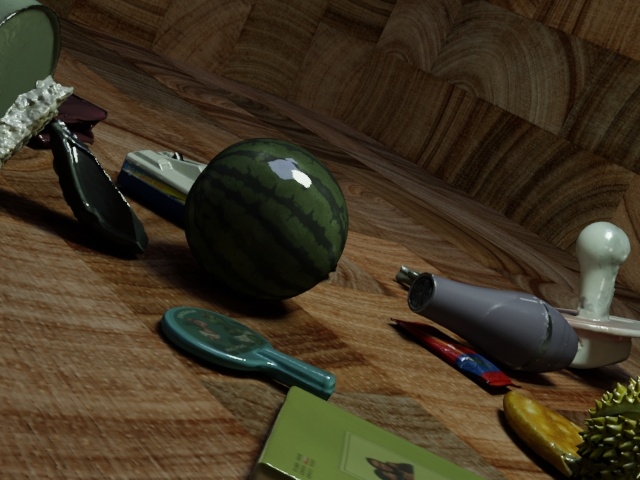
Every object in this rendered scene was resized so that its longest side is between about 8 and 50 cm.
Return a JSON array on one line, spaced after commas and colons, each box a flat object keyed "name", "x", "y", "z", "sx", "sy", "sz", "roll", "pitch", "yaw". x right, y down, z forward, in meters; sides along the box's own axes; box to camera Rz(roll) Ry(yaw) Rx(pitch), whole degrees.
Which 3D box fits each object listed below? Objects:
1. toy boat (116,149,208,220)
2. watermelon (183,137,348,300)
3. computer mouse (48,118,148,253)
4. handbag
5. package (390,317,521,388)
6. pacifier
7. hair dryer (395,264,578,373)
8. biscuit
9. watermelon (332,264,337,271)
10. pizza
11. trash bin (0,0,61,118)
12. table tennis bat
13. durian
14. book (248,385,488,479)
[{"name": "toy boat", "x": -0.156, "y": -0.055, "z": 1.503, "sx": 0.295, "sy": 0.088, "sz": 0.129, "roll": 29, "pitch": 12, "yaw": 19}, {"name": "watermelon", "x": -0.067, "y": -0.025, "z": 1.277, "sx": 0.212, "sy": 0.212, "sz": 0.212, "roll": 24, "pitch": 12, "yaw": -5}, {"name": "computer mouse", "x": -0.282, "y": -0.056, "z": 1.220, "sx": 0.192, "sy": 0.062, "sz": 0.106, "roll": 54, "pitch": -12, "yaw": -8}, {"name": "handbag", "x": -0.472, "y": -0.217, "z": 1.599, "sx": 0.203, "sy": 0.074, "sz": 0.216, "roll": 27, "pitch": 14, "yaw": 8}, {"name": "package", "x": 0.196, "y": 0.163, "z": 1.451, "sx": 0.200, "sy": 0.022, "sz": 0.083, "roll": 31, "pitch": 13, "yaw": 34}, {"name": "pacifier", "x": 0.486, "y": 0.123, "z": 1.776, "sx": 0.220, "sy": 0.273, "sz": 0.332, "roll": 50, "pitch": 22, "yaw": 24}, {"name": "hair dryer", "x": 0.210, "y": 0.099, "z": 1.613, "sx": 0.301, "sy": 0.121, "sz": 0.361, "roll": 22, "pitch": 1, "yaw": -29}, {"name": "biscuit", "x": -0.353, "y": -0.118, "z": 1.130, "sx": 0.040, "sy": 0.188, "sz": 0.265, "roll": 44, "pitch": 19, "yaw": -13}, {"name": "watermelon", "x": 0.006, "y": 0.009, "z": 1.577, "sx": 0.075, "sy": 0.092, "sz": 0.181, "roll": 38, "pitch": 2, "yaw": -7}, {"name": "pizza", "x": 0.311, "y": 0.252, "z": 1.265, "sx": 0.176, "sy": 0.036, "sz": 0.185, "roll": 19, "pitch": 13, "yaw": -31}, {"name": "trash bin", "x": -0.561, "y": -0.275, "z": 1.193, "sx": 0.432, "sy": 0.280, "sz": 0.280, "roll": 30, "pitch": 12, "yaw": 3}, {"name": "table tennis bat", "x": -0.077, "y": 0.119, "z": 1.059, "sx": 0.201, "sy": 0.033, "sz": 0.124, "roll": 23, "pitch": 13, "yaw": 12}, {"name": "durian", "x": 0.362, "y": 0.264, "z": 1.114, "sx": 0.193, "sy": 0.138, "sz": 0.237, "roll": -97, "pitch": 164, "yaw": -68}, {"name": "book", "x": 0.114, "y": 0.245, "z": 0.894, "sx": 0.352, "sy": 0.035, "sz": 0.239, "roll": 25, "pitch": 10, "yaw": 2}]
